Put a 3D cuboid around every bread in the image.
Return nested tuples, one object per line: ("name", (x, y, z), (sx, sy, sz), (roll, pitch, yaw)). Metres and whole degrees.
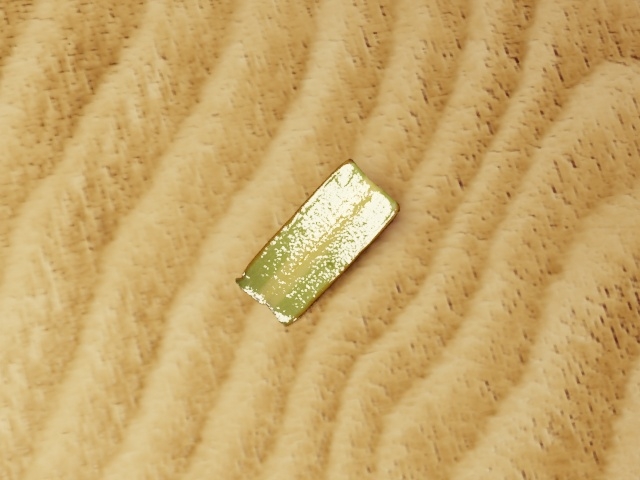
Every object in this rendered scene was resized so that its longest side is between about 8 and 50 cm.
("bread", (-0.003, 0.003, 1.522), (0.074, 0.084, 0.139), (44, 66, 1))
